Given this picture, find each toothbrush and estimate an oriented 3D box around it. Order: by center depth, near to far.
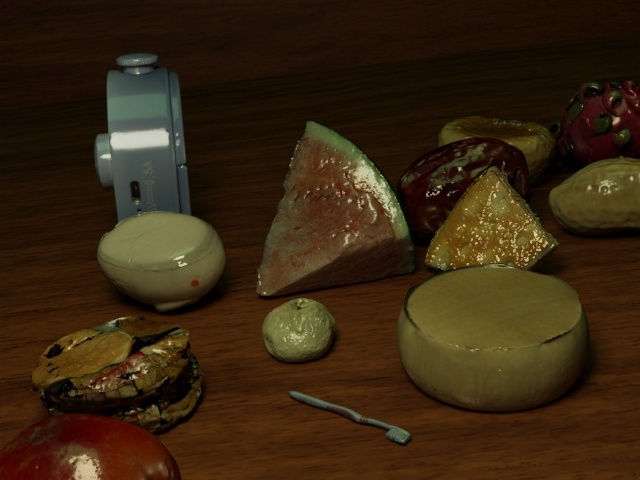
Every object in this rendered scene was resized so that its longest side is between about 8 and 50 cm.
[{"bbox_3d":[0.031,0.218,1.054,0.193,0.013,0.019,14,38,39],"label":"toothbrush"}]

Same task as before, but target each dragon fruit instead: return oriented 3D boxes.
[{"bbox_3d":[0.581,-0.227,1.719,0.198,0.218,0.273,-50,28,-7],"label":"dragon fruit"}]

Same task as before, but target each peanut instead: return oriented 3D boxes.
[{"bbox_3d":[0.550,-0.072,1.437,0.313,0.149,0.149,-1,23,19],"label":"peanut"}]

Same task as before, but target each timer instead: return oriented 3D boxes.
[{"bbox_3d":[-0.346,-0.171,1.628,0.173,0.395,0.395,-5,22,-8],"label":"timer"}]

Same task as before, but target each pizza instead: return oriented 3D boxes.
[{"bbox_3d":[0.279,0.008,1.392,0.188,0.204,0.080,52,15,31],"label":"pizza"}]

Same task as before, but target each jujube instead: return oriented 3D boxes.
[{"bbox_3d":[0.260,-0.091,1.522,0.243,0.183,0.183,-16,23,-4],"label":"jujube"}]

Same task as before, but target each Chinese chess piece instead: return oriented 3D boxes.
[{"bbox_3d":[0.225,0.122,1.114,0.250,0.103,0.250,-5,23,2],"label":"Chinese chess piece"}]

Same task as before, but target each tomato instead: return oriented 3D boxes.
[{"bbox_3d":[-0.264,0.260,0.873,0.200,0.139,0.233,-9,22,10],"label":"tomato"}]

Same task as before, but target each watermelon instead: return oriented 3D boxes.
[{"bbox_3d":[0.032,-0.004,1.474,0.283,0.292,0.250,45,10,34],"label":"watermelon"}]

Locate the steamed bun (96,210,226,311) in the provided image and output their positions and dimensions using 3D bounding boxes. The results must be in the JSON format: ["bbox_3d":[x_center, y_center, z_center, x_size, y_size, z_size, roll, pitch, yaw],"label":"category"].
[{"bbox_3d":[-0.259,0.040,1.412,0.228,0.131,0.177,8,37,29],"label":"steamed bun"}]

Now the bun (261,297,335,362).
[{"bbox_3d":[-0.032,0.125,1.223,0.115,0.069,0.115,-7,23,3],"label":"bun"}]

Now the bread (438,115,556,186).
[{"bbox_3d":[0.365,-0.178,1.764,0.244,0.134,0.244,-3,21,1],"label":"bread"}]

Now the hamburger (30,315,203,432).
[{"bbox_3d":[-0.271,0.178,1.122,0.231,0.107,0.231,-10,22,4],"label":"hamburger"}]
